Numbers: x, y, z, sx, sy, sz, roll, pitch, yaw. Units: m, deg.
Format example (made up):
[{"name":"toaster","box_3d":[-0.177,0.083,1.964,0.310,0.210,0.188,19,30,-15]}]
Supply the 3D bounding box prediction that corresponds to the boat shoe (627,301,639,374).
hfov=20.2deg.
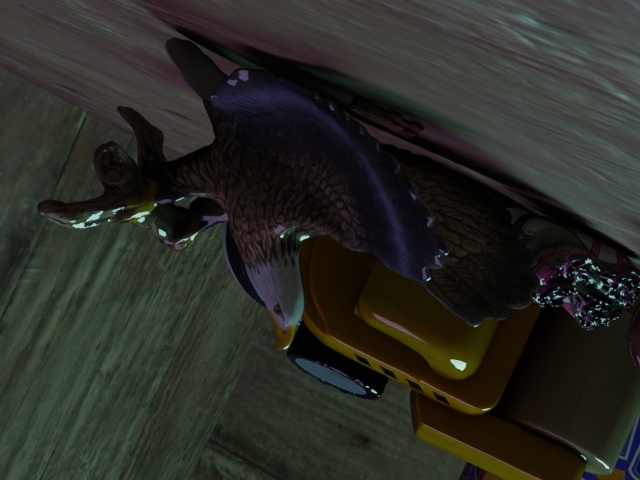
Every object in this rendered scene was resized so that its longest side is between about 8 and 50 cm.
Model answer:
[{"name":"boat shoe","box_3d":[0.296,0.094,1.406,0.104,0.111,0.307,23,177,36]}]

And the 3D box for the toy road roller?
[{"name":"toy road roller","box_3d":[0.135,0.064,1.524,0.329,0.202,0.240,26,167,3]}]

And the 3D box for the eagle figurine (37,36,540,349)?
[{"name":"eagle figurine","box_3d":[-0.009,-0.031,1.300,0.298,0.226,0.225,-5,121,27]}]

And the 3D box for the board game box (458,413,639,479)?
[{"name":"board game box","box_3d":[0.370,0.289,2.149,0.356,0.356,0.356,25,178,3]}]

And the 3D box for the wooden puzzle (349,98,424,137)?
[{"name":"wooden puzzle","box_3d":[0.045,-0.086,1.271,0.049,0.006,0.083,25,178,-5]}]

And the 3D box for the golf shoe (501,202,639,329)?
[{"name":"golf shoe","box_3d":[0.199,0.015,1.428,0.186,0.067,0.086,27,-156,-56]}]

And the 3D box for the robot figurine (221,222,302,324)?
[{"name":"robot figurine","box_3d":[0.000,-0.003,1.803,0.278,0.173,0.209,-163,51,-74]}]
